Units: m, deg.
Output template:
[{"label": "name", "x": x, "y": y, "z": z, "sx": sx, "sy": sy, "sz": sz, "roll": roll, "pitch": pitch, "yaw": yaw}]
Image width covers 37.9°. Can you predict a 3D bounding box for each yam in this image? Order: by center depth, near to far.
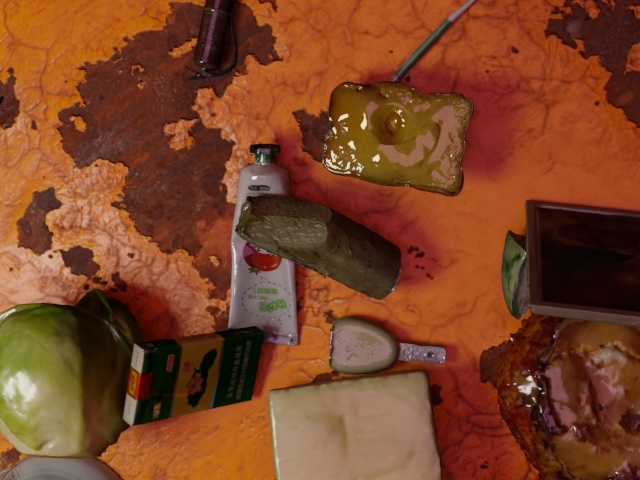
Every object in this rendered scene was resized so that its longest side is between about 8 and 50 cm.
[{"label": "yam", "x": 0.000, "y": 0.000, "z": 1.464, "sx": 0.259, "sy": 0.106, "sz": 0.106, "roll": 26, "pitch": 100, "yaw": -16}]

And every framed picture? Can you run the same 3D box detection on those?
[{"label": "framed picture", "x": 0.406, "y": 0.029, "z": 1.357, "sx": 0.211, "sy": 0.289, "sz": 0.020, "roll": 6, "pitch": 123, "yaw": 8}]

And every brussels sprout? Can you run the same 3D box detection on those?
[{"label": "brussels sprout", "x": -0.411, "y": 0.212, "z": 1.495, "sx": 0.227, "sy": 0.259, "sz": 0.295, "roll": -32, "pitch": 53, "yaw": 42}]

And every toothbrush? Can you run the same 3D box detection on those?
[{"label": "toothbrush", "x": 0.190, "y": -0.333, "z": 1.475, "sx": 0.024, "sy": 0.018, "sz": 0.257, "roll": 43, "pitch": 100, "yaw": 5}]

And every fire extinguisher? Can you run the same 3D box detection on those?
[{"label": "fire extinguisher", "x": -0.170, "y": -0.330, "z": 1.517, "sx": 0.078, "sy": 0.045, "sz": 0.157, "roll": 11, "pitch": 97, "yaw": -15}]

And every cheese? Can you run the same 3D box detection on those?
[{"label": "cheese", "x": 0.057, "y": 0.342, "z": 1.497, "sx": 0.265, "sy": 0.124, "sz": 0.243, "roll": -8, "pitch": 84, "yaw": 3}, {"label": "cheese", "x": 0.109, "y": 0.180, "z": 1.530, "sx": 0.192, "sy": 0.037, "sz": 0.097, "roll": 6, "pitch": 98, "yaw": 8}]

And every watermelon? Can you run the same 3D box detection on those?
[{"label": "watermelon", "x": 0.347, "y": 0.029, "z": 1.451, "sx": 0.158, "sy": 0.098, "sz": 0.121, "roll": -22, "pitch": 124, "yaw": 12}]

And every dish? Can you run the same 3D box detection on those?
[{"label": "dish", "x": -0.464, "y": 0.511, "z": 1.602, "sx": 0.273, "sy": 0.134, "sz": 0.274, "roll": 1, "pitch": 97, "yaw": 8}]

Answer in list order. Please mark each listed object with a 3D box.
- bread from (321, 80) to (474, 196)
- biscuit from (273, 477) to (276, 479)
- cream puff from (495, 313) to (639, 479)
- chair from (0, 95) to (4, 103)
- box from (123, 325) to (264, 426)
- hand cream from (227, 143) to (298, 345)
[{"label": "bread", "x": 0.122, "y": -0.164, "z": 1.471, "sx": 0.233, "sy": 0.088, "sz": 0.161, "roll": 12, "pitch": 93, "yaw": 10}, {"label": "biscuit", "x": 0.018, "y": 0.462, "z": 1.576, "sx": 0.166, "sy": 0.036, "sz": 0.226, "roll": -31, "pitch": 90, "yaw": 11}, {"label": "cream puff", "x": 0.420, "y": 0.230, "z": 1.394, "sx": 0.350, "sy": 0.229, "sz": 0.351, "roll": 1, "pitch": 80, "yaw": -7}, {"label": "chair", "x": -0.660, "y": -0.184, "z": 1.550, "sx": 0.158, "sy": 0.172, "sz": 0.247, "roll": 43, "pitch": 143, "yaw": 2}, {"label": "box", "x": -0.199, "y": 0.213, "z": 1.488, "sx": 0.034, "sy": 0.235, "sz": 0.132, "roll": 29, "pitch": 115, "yaw": 42}, {"label": "hand cream", "x": -0.093, "y": 0.010, "z": 1.537, "sx": 0.121, "sy": 0.076, "sz": 0.336, "roll": 4, "pitch": 103, "yaw": 9}]
